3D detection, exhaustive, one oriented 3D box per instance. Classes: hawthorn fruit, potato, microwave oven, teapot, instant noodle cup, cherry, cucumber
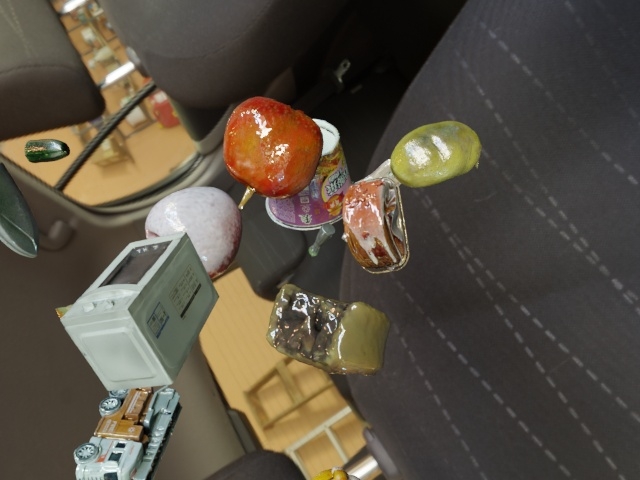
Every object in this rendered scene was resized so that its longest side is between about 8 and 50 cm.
[{"bbox_3d":[-0.153,-0.234,1.484,0.287,0.330,0.287,25,174,3],"label":"hawthorn fruit"},{"bbox_3d":[0.307,-0.232,1.411,0.143,0.248,0.169,76,169,-59],"label":"potato"},{"bbox_3d":[-0.268,0.106,0.811,0.208,0.123,0.162,-71,-33,-57],"label":"microwave oven"},{"bbox_3d":[0.000,0.000,1.469,0.042,0.043,0.110,55,136,20],"label":"teapot"},{"bbox_3d":[-0.049,-0.244,1.799,0.340,0.340,0.266,52,160,42],"label":"instant noodle cup"},{"bbox_3d":[-0.429,-0.039,1.791,0.326,0.334,0.291,28,160,-34],"label":"cherry"},{"bbox_3d":[-0.541,-0.181,1.043,0.048,0.105,0.048,-1,-90,-65],"label":"cucumber"}]

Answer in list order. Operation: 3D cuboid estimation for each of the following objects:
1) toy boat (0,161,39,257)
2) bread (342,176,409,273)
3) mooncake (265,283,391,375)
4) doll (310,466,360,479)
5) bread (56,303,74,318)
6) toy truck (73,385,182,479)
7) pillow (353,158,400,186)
[{"bbox_3d":[-0.939,-0.086,1.557,0.141,0.092,0.319,-66,-44,-62],"label":"toy boat"},{"bbox_3d":[0.125,-0.035,1.216,0.212,0.142,0.224,1,-99,-65],"label":"bread"},{"bbox_3d":[0.023,0.292,1.676,0.393,0.246,0.394,15,170,1],"label":"mooncake"},{"bbox_3d":[0.074,0.643,1.242,0.167,0.162,0.270,28,174,-42],"label":"doll"},{"bbox_3d":[-0.628,0.197,1.372,0.074,0.084,0.139,-12,-128,-48],"label":"bread"},{"bbox_3d":[-0.474,0.504,1.301,0.338,0.185,0.132,-86,-1,-62],"label":"toy truck"},{"bbox_3d":[0.255,-0.249,2.275,0.130,0.233,0.038,52,-165,-19],"label":"pillow"}]
